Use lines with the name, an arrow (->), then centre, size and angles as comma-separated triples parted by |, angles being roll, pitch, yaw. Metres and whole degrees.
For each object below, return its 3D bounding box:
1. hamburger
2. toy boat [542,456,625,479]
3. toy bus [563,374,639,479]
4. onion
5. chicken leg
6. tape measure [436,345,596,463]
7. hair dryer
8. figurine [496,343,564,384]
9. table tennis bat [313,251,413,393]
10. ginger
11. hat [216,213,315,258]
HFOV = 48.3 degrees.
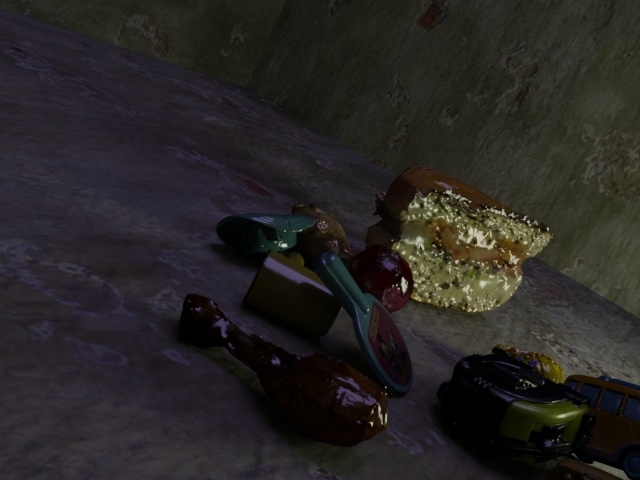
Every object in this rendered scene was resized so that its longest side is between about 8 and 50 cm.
hamburger -> 0.265, -0.014, 1.597 | 0.446, 0.268, 0.287 | 13, 22, -33
toy boat -> 0.394, 0.356, 0.967 | 0.201, 0.057, 0.077 | 25, 19, -12
toy bus -> 0.448, 0.280, 1.066 | 0.210, 0.136, 0.126 | 12, -12, 42
onion -> 0.110, 0.071, 1.329 | 0.131, 0.131, 0.131 | 26, 14, -7
chicken leg -> -0.055, 0.149, 0.842 | 0.304, 0.093, 0.113 | 26, -6, 28
tape measure -> 0.270, 0.234, 1.014 | 0.186, 0.112, 0.199 | 0, 18, -44
hair dryer -> -0.037, 0.066, 1.165 | 0.135, 0.090, 0.278 | 26, 8, -4
figurine -> 0.367, 0.234, 1.260 | 0.115, 0.094, 0.156 | 37, 9, -7
table tennis bat -> 0.067, 0.118, 1.041 | 0.244, 0.040, 0.153 | 55, 22, -17
ginger -> 0.000, 0.000, 1.408 | 0.157, 0.102, 0.216 | 51, 1, -21
hat -> -0.093, -0.004, 1.262 | 0.138, 0.077, 0.191 | -15, -9, 42
